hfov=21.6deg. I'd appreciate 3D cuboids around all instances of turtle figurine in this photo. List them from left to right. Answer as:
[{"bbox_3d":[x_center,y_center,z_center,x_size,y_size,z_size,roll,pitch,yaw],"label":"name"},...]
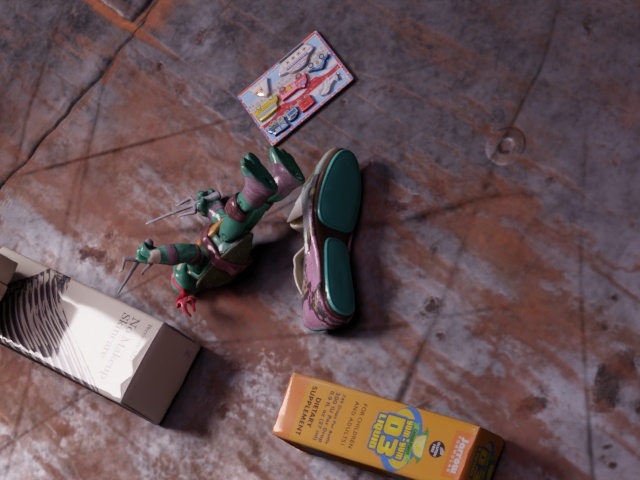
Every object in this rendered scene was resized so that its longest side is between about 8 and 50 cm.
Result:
[{"bbox_3d":[-0.126,-0.009,1.953,0.118,0.175,0.234,44,114,-8],"label":"turtle figurine"}]

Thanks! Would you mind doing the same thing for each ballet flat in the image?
[{"bbox_3d":[0.000,0.000,1.916,0.079,0.077,0.222,-21,58,40],"label":"ballet flat"}]

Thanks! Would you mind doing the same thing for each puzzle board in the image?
[{"bbox_3d":[-0.032,-0.186,2.046,0.128,0.011,0.096,-39,57,5],"label":"puzzle board"}]

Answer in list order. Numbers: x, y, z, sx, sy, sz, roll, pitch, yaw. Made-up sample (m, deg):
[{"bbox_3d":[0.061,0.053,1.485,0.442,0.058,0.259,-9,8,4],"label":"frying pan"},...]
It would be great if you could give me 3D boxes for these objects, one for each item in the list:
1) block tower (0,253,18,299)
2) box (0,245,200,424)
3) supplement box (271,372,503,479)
[{"bbox_3d":[-0.485,0.035,2.048,0.335,0.097,0.091,7,69,56],"label":"block tower"},{"bbox_3d":[-0.286,0.110,1.988,0.275,0.094,0.113,21,78,33],"label":"box"},{"bbox_3d":[0.070,0.208,1.776,0.233,0.080,0.078,13,76,28],"label":"supplement box"}]
